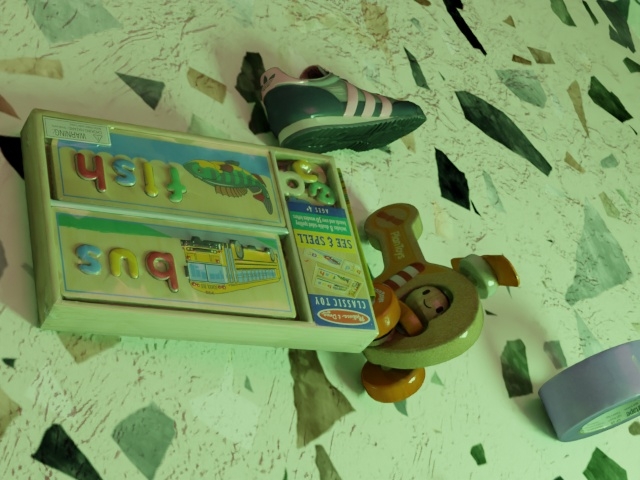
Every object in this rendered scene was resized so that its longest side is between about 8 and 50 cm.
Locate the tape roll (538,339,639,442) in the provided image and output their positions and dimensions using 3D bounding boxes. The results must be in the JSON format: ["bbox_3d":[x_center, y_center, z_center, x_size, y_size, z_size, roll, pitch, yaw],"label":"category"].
[{"bbox_3d":[0.422,0.222,1.988,0.189,0.189,0.080,3,57,-48],"label":"tape roll"}]

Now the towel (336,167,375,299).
[{"bbox_3d":[0.000,0.000,1.753,0.021,0.102,0.237,64,9,-46],"label":"towel"}]

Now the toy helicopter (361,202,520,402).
[{"bbox_3d":[0.135,0.044,1.809,0.355,0.235,0.140,-101,170,-58],"label":"toy helicopter"}]

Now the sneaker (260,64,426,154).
[{"bbox_3d":[0.038,-0.205,1.995,0.319,0.112,0.131,-7,68,-53],"label":"sneaker"}]

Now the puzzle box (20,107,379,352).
[{"bbox_3d":[-0.141,-0.007,1.582,0.409,0.052,0.272,6,54,-30],"label":"puzzle box"}]
